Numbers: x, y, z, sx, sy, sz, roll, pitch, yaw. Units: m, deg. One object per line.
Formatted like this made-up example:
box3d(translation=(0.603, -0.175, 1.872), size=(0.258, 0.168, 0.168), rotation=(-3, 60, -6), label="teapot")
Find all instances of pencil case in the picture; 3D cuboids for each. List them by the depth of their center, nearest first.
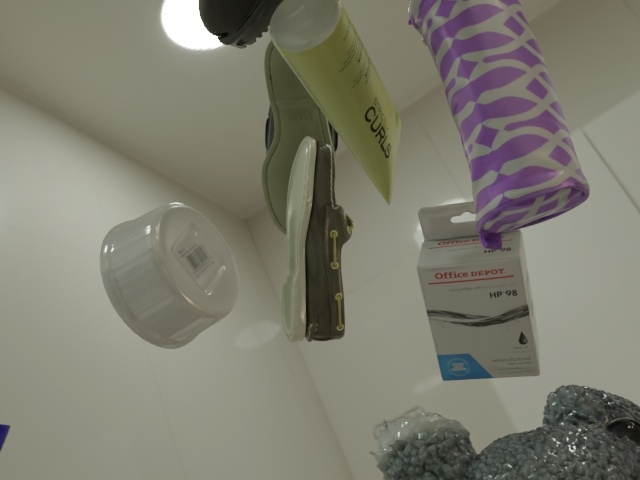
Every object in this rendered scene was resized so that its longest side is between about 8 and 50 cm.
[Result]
box3d(translation=(0.123, -0.105, 0.583), size=(0.086, 0.206, 0.088), rotation=(8, -30, -44), label="pencil case")

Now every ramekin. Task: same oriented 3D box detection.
box3d(translation=(-0.285, 0.061, 1.575), size=(0.135, 0.277, 0.277), rotation=(-28, -26, 25), label="ramekin")

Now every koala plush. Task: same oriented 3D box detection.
box3d(translation=(0.140, 0.172, 0.424), size=(0.203, 0.196, 0.221), rotation=(-53, -47, -4), label="koala plush")

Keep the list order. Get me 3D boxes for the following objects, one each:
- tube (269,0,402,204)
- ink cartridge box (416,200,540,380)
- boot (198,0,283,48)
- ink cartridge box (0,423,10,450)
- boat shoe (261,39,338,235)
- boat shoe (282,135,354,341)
box3d(translation=(0.033, -0.124, 0.706), size=(0.070, 0.062, 0.240), rotation=(-43, -33, 0), label="tube")
box3d(translation=(0.160, 0.053, 0.817), size=(0.104, 0.060, 0.180), rotation=(-7, -63, 20), label="ink cartridge box")
box3d(translation=(-0.206, -0.389, 0.774), size=(0.445, 0.146, 0.367), rotation=(14, -32, -25), label="boot")
box3d(translation=(-0.380, 0.233, 0.647), size=(0.208, 0.045, 0.206), rotation=(25, -95, -42), label="ink cartridge box")
box3d(translation=(-0.030, -0.175, 1.300), size=(0.127, 0.113, 0.340), rotation=(0, -66, 15), label="boat shoe")
box3d(translation=(-0.001, 0.000, 1.194), size=(0.091, 0.305, 0.109), rotation=(3, 1, -15), label="boat shoe")
